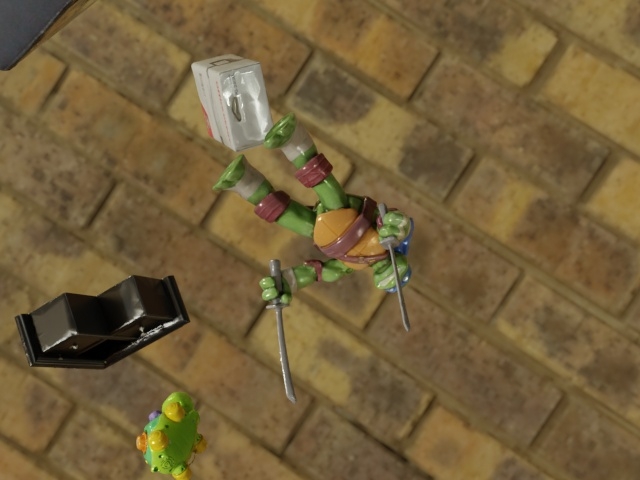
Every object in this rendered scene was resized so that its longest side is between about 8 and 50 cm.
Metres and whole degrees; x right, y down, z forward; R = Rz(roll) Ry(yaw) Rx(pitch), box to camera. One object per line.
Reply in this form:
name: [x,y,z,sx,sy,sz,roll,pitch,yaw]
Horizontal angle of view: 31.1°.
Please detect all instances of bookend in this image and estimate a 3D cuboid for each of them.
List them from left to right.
bookend: [-0.283,0.104,1.508,0.156,0.157,0.072,17,-132,-63]

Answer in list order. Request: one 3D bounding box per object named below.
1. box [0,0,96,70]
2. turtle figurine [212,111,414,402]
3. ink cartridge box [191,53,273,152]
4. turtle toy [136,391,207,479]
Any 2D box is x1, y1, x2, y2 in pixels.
box: [-0.156,-0.310,0.548,0.343,0.179,0.312,46,-147,-11]
turtle figurine: [0.000,0.000,1.375,0.266,0.274,0.198,45,149,-12]
ink cartridge box: [-0.118,-0.190,1.567,0.150,0.063,0.109,-146,42,-66]
turtle toy: [-0.204,0.262,1.569,0.066,0.130,0.095,-3,132,31]
